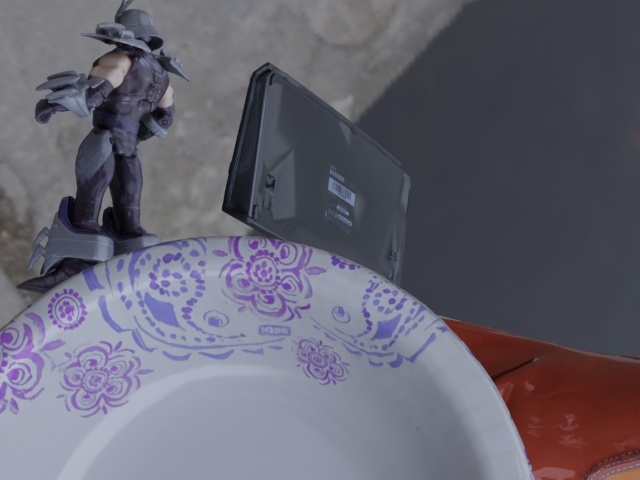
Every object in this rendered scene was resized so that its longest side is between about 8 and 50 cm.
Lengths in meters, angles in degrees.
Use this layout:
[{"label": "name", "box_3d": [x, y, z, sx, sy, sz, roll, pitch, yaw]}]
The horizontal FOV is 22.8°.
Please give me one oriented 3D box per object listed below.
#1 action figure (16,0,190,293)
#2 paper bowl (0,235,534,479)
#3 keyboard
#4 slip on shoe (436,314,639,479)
[{"label": "action figure", "box_3d": [-0.194, -0.086, 1.454, 0.185, 0.099, 0.285, 15, 81, -58]}, {"label": "paper bowl", "box_3d": [-0.038, 0.151, 0.737, 0.284, 0.284, 0.148, -63, 165, -12]}, {"label": "keyboard", "box_3d": [0.000, 0.000, 1.237, 0.317, 0.033, 0.201, 29, 65, -63]}, {"label": "slip on shoe", "box_3d": [0.174, 0.106, 0.875, 0.101, 0.331, 0.123, 105, 6, -46]}]
